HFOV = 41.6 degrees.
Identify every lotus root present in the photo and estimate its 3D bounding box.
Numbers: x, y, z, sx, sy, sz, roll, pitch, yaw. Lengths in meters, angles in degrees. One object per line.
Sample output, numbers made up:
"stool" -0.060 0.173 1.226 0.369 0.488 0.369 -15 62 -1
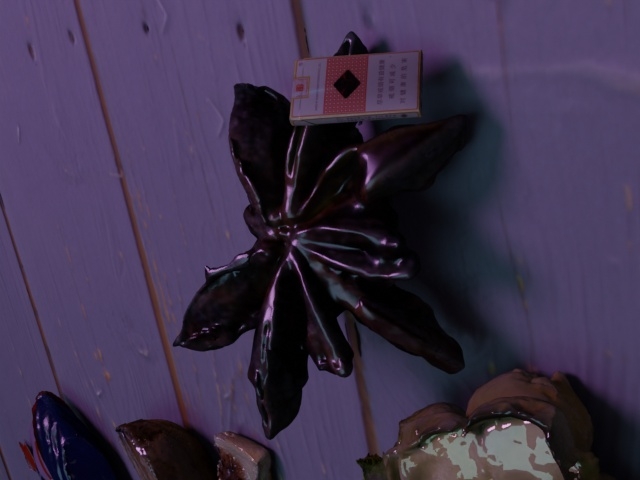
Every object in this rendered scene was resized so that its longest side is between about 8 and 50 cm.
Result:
"lotus root" -0.116 0.332 0.929 0.329 0.078 0.167 62 162 -3

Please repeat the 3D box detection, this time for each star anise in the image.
"star anise" -0.003 -0.003 0.595 0.212 0.129 0.283 11 101 39

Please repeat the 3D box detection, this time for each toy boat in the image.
"toy boat" -0.364 0.297 1.174 0.318 0.072 0.219 18 126 49

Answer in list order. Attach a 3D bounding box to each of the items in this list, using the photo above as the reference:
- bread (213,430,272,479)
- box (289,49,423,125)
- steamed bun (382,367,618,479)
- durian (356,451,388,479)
"bread" -0.077 0.239 0.863 0.070 0.035 0.083 20 121 35
"box" 0.023 -0.096 0.532 0.083 0.012 0.046 -2 68 15
"steamed bun" 0.130 0.186 0.581 0.192 0.106 0.177 -27 87 40
"durian" 0.072 0.261 0.677 0.086 0.100 0.215 -2 103 49
